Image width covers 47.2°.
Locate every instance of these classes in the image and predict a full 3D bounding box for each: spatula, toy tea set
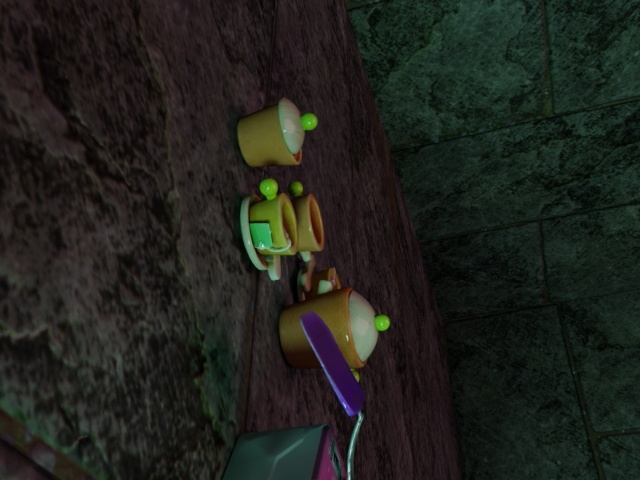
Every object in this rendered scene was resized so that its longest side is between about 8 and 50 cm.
[{"bbox_3d":[0.033,0.203,0.630,0.084,0.030,0.296,-4,81,-79],"label":"spatula"},{"bbox_3d":[0.000,0.000,0.857,0.200,0.124,0.336,-80,156,-57],"label":"toy tea set"}]

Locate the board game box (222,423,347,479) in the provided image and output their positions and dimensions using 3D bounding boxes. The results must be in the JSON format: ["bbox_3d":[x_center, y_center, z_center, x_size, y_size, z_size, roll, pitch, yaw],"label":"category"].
[{"bbox_3d":[-0.008,0.345,0.610,0.224,0.098,0.303,-69,146,-65],"label":"board game box"}]
